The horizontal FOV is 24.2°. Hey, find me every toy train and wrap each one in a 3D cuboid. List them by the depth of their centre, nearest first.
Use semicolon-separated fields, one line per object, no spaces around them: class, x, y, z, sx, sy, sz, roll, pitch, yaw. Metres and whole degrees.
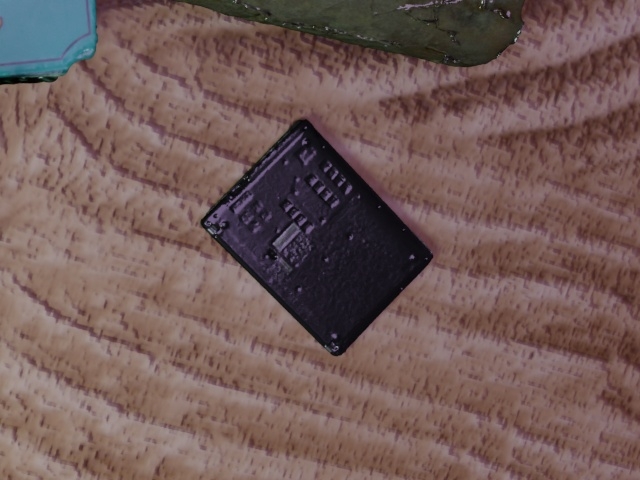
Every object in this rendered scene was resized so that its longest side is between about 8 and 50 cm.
toy train;-0.254;-0.195;1.126;0.197;0.107;0.154;-5;110;-16

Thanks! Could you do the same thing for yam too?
yam;0.010;-0.239;1.164;0.304;0.168;0.168;11;98;-18

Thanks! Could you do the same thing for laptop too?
laptop;0.000;0.000;1.290;0.129;0.016;0.180;-46;111;-3
